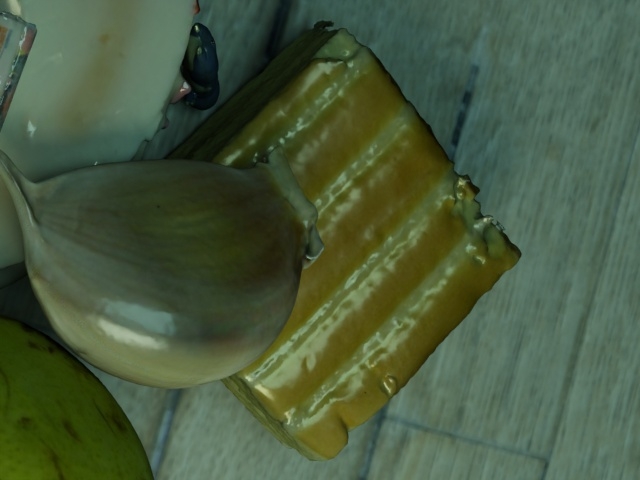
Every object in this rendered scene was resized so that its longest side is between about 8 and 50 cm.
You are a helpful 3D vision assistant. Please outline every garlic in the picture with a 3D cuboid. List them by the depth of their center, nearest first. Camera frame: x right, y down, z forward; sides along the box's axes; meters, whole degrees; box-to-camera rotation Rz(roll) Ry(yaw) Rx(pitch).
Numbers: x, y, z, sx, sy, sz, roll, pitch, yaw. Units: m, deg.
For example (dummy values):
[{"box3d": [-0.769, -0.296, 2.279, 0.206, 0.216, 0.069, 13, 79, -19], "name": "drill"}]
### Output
[{"box3d": [-0.120, 0.018, 1.107, 0.267, 0.148, 0.128, 9, 130, -44], "name": "garlic"}]

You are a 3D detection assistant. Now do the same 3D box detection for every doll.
[{"box3d": [-0.085, -0.121, 1.241, 0.027, 0.125, 0.037, -6, 77, -4], "name": "doll"}]

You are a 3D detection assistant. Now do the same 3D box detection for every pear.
[{"box3d": [-0.238, 0.177, 1.095, 0.284, 0.283, 0.283, -2, 95, -29], "name": "pear"}]

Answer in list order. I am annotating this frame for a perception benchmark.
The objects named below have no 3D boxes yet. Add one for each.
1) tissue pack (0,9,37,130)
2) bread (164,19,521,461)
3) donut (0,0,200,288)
[{"box3d": [-0.224, -0.068, 0.990, 0.060, 0.109, 0.148, 18, 94, -40], "name": "tissue pack"}, {"box3d": [0.000, 0.000, 1.296, 0.246, 0.111, 0.239, -46, 113, -17], "name": "bread"}, {"box3d": [-0.255, -0.148, 1.099, 0.383, 0.142, 0.382, -13, 113, -32], "name": "donut"}]
